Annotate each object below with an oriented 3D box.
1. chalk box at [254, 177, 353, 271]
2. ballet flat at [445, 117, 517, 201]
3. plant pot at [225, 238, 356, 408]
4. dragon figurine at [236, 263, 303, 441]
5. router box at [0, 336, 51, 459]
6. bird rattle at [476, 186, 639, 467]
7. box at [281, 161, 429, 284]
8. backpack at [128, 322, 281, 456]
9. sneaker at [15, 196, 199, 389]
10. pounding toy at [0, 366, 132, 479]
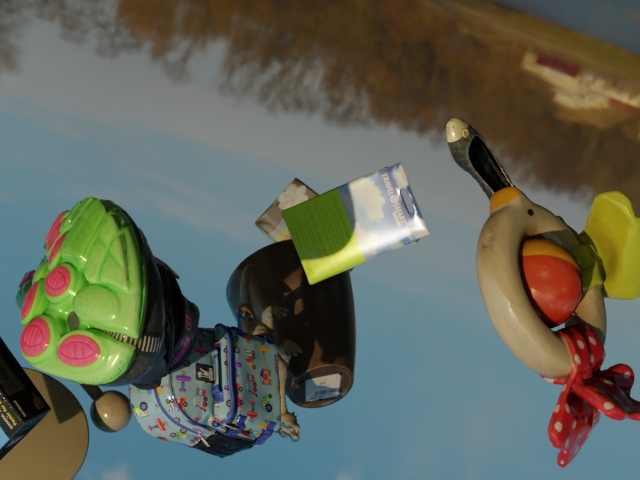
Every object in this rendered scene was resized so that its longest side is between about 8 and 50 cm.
[{"bbox_3d":[0.000,0.000,2.495,0.213,0.132,0.132,39,174,30],"label":"chalk box"},{"bbox_3d":[0.229,-0.102,1.701,0.173,0.057,0.049,50,153,-22],"label":"ballet flat"},{"bbox_3d":[-0.026,0.153,2.041,0.215,0.215,0.230,14,-142,-32],"label":"plant pot"},{"bbox_3d":[-0.099,0.172,1.890,0.085,0.144,0.289,-2,-136,-30],"label":"dragon figurine"},{"bbox_3d":[-0.377,0.146,1.311,0.179,0.133,0.046,52,-145,9],"label":"router box"},{"bbox_3d":[0.210,0.065,1.138,0.207,0.254,0.143,36,145,-27],"label":"bird rattle"},{"bbox_3d":[0.049,-0.024,1.663,0.178,0.109,0.042,-23,179,15],"label":"box"},{"bbox_3d":[-0.146,0.174,1.531,0.117,0.158,0.173,-23,147,39],"label":"backpack"},{"bbox_3d":[-0.214,0.066,1.367,0.202,0.185,0.483,28,179,-15],"label":"sneaker"},{"bbox_3d":[-0.362,0.241,1.511,0.183,0.110,0.237,38,-132,10],"label":"pounding toy"}]
